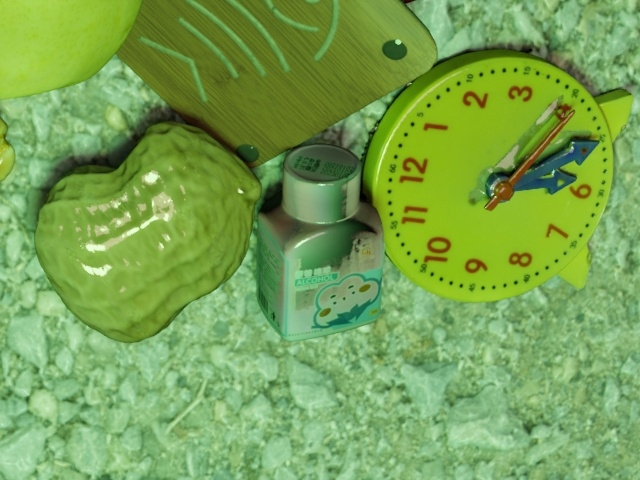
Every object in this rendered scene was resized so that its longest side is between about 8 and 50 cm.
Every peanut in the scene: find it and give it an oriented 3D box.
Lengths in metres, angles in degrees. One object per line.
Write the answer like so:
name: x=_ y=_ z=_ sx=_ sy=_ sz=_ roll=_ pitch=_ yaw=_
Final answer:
peanut: x=-0.168 y=-0.012 z=1.850 sx=0.233 sy=0.110 sz=0.197 roll=-32 pitch=116 yaw=-1

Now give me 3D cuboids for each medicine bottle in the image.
medicine bottle: x=0.000 y=0.000 z=1.891 sx=0.119 sy=0.094 sz=0.188 roll=-12 pitch=127 yaw=-20

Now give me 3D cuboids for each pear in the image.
pear: x=-0.293 y=-0.269 z=1.614 sx=0.309 sy=0.309 sz=0.309 roll=-6 pitch=112 yaw=-15

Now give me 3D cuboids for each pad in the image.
pad: x=-0.069 y=-0.211 z=1.768 sx=0.284 sy=0.018 sz=0.286 roll=-27 pitch=122 yaw=34

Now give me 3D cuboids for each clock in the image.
clock: x=0.189 y=-0.062 z=1.960 sx=0.293 sy=0.071 sz=0.277 roll=0 pitch=110 yaw=-17

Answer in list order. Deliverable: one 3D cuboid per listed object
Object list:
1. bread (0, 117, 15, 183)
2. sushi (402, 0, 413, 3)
bread: x=-0.378 y=-0.104 z=1.763 sx=0.177 sy=0.084 sz=0.119 roll=38 pitch=97 yaw=-26
sushi: x=0.027 y=-0.288 z=1.792 sx=0.225 sy=0.136 sz=0.126 roll=-18 pitch=113 yaw=-2
